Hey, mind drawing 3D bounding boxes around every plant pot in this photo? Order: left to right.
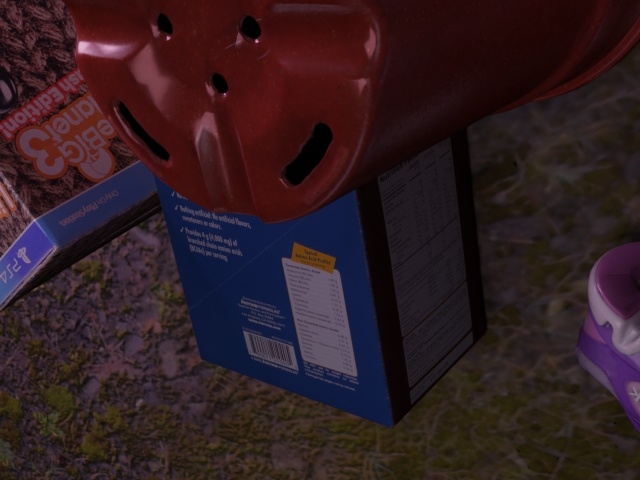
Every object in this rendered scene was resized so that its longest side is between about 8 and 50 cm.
[{"bbox_3d":[0.021,-0.154,0.544,0.272,0.265,0.273,23,131,29],"label":"plant pot"}]

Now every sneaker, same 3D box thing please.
[{"bbox_3d":[0.259,0.109,0.645,0.236,0.095,0.105,43,145,19],"label":"sneaker"}]

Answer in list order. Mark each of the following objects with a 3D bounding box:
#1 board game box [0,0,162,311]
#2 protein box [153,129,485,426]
[{"bbox_3d":[-0.237,-0.134,0.820,0.291,0.232,0.141,54,139,-2],"label":"board game box"},{"bbox_3d":[0.000,0.000,0.766,0.199,0.136,0.201,13,125,37],"label":"protein box"}]
